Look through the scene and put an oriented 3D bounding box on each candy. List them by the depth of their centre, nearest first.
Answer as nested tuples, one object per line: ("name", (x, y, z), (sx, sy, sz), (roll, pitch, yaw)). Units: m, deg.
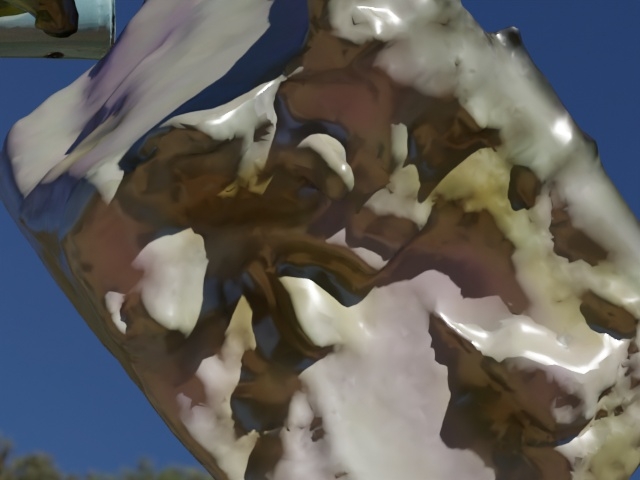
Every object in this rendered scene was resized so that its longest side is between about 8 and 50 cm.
("candy", (0.000, 0.000, 0.579), (0.185, 0.137, 0.195), (51, -6, -18))

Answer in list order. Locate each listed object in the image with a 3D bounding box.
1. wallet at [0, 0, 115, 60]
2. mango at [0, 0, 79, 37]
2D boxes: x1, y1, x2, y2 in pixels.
("wallet", (-0.277, -0.213, 1.427), (0.250, 0.176, 0.075), (0, -16, -11))
("mango", (-0.109, -0.222, 0.390), (0.225, 0.382, 0.201), (-34, -12, 19))
